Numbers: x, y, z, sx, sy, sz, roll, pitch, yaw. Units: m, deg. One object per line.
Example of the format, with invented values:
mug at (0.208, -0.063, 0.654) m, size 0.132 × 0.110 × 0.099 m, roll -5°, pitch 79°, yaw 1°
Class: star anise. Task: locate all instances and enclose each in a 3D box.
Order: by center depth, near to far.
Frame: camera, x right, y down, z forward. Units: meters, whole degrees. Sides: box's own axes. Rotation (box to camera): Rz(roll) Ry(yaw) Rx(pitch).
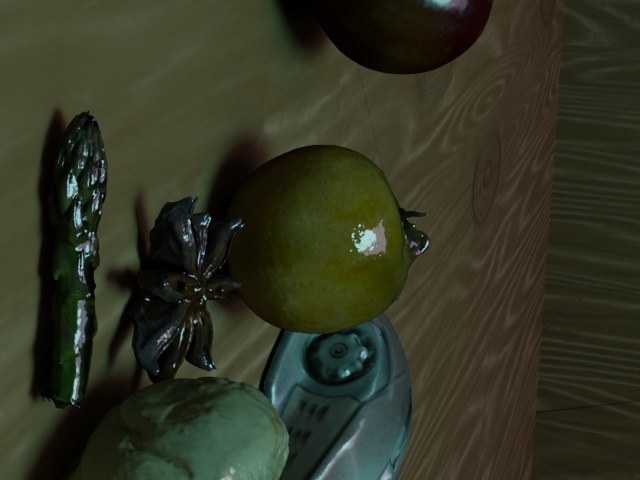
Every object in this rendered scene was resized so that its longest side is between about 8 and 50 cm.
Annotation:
star anise at (-0.093, 0.035, 0.743) m, size 0.141 × 0.042 × 0.141 m, roll 9°, pitch 90°, yaw -72°

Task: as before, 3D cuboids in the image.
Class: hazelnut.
hazelnut at (0.056, -0.238, 0.929) m, size 0.178 × 0.178 × 0.204 m, roll 14°, pitch 78°, yaw -72°

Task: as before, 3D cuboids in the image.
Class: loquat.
loquat at (0.000, 0.000, 0.855) m, size 0.137 × 0.163 × 0.163 m, roll -110°, pitch -171°, yaw -51°

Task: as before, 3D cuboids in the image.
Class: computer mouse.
computer mouse at (0.008, 0.208, 1.006) m, size 0.199 × 0.115 × 0.389 m, roll 70°, pitch 31°, yaw -48°

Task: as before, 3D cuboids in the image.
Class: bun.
bun at (-0.095, 0.157, 0.688) m, size 0.188 × 0.111 × 0.164 m, roll -53°, pitch 163°, yaw -46°

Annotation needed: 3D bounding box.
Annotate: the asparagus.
asparagus at (-0.136, 0.011, 0.627) m, size 0.036 × 0.030 × 0.165 m, roll -11°, pitch 108°, yaw -60°
